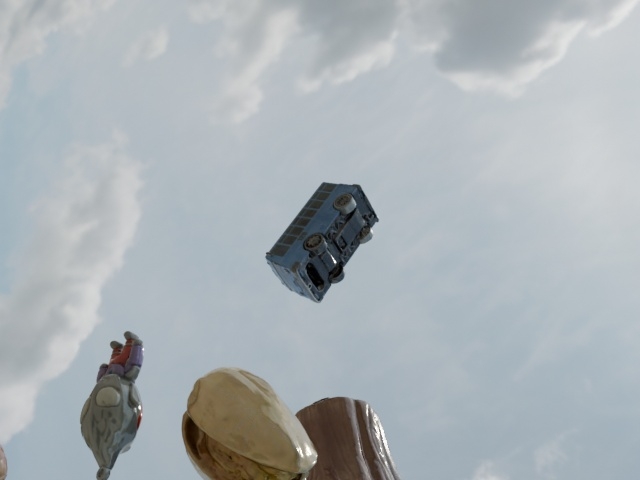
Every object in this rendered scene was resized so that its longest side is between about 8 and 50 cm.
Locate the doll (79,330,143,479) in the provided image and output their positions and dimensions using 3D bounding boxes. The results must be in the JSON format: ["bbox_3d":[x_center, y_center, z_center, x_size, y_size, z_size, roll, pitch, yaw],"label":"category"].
[{"bbox_3d":[-0.284,0.227,1.018,0.102,0.075,0.228,-34,-143,28],"label":"doll"}]

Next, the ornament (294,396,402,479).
[{"bbox_3d":[0.042,0.415,1.302,0.218,0.235,0.221,-103,-165,-49],"label":"ornament"}]

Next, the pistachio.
[{"bbox_3d":[-0.097,0.266,0.994,0.229,0.157,0.157,35,-88,42],"label":"pistachio"}]

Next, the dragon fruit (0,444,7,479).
[{"bbox_3d":[-0.280,0.144,0.380,0.211,0.147,0.282,-41,-117,23],"label":"dragon fruit"}]

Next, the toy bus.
[{"bbox_3d":[0.000,0.000,1.479,0.133,0.116,0.234,12,-125,42],"label":"toy bus"}]
